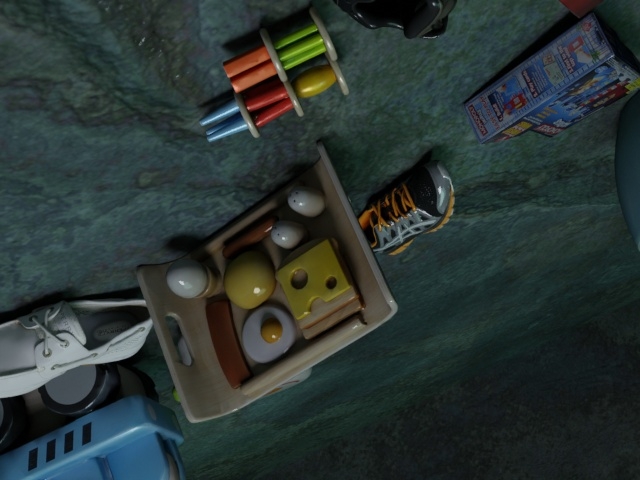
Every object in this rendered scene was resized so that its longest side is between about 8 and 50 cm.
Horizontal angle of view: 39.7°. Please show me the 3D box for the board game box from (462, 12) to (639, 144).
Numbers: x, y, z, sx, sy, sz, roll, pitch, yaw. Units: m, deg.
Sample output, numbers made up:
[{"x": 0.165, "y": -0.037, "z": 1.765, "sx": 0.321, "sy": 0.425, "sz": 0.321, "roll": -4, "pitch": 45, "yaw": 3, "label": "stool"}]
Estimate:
[{"x": 0.286, "y": -0.184, "z": 1.093, "sx": 0.194, "sy": 0.060, "sz": 0.194, "roll": -29, "pitch": 165, "yaw": 28, "label": "board game box"}]

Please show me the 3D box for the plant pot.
[{"x": 0.549, "y": -0.139, "z": 1.292, "sx": 0.290, "sy": 0.195, "sz": 0.290, "roll": -21, "pitch": 158, "yaw": -9, "label": "plant pot"}]

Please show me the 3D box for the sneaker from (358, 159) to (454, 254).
[{"x": 0.110, "y": -0.038, "z": 1.230, "sx": 0.083, "sy": 0.084, "sz": 0.215, "roll": -4, "pitch": 152, "yaw": -31, "label": "sneaker"}]

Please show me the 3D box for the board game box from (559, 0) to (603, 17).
[{"x": 0.343, "y": -0.336, "z": 0.867, "sx": 0.281, "sy": 0.027, "sz": 0.145, "roll": -36, "pitch": 156, "yaw": 27, "label": "board game box"}]

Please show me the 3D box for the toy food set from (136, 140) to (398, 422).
[{"x": -0.073, "y": 0.052, "z": 1.060, "sx": 0.306, "sy": 0.219, "sz": 0.092, "roll": -33, "pitch": 156, "yaw": 22, "label": "toy food set"}]

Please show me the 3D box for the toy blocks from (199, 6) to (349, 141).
[{"x": -0.055, "y": -0.149, "z": 0.845, "sx": 0.148, "sy": 0.054, "sz": 0.123, "roll": -25, "pitch": 159, "yaw": 3, "label": "toy blocks"}]

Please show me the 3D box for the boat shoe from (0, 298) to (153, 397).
[{"x": -0.332, "y": 0.118, "z": 1.119, "sx": 0.277, "sy": 0.098, "sz": 0.096, "roll": -15, "pitch": 158, "yaw": -45, "label": "boat shoe"}]

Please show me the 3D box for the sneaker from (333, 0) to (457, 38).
[{"x": 0.109, "y": -0.237, "z": 0.719, "sx": 0.228, "sy": 0.130, "sz": 0.087, "roll": -24, "pitch": 159, "yaw": -9, "label": "sneaker"}]

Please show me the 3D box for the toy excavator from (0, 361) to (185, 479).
[{"x": -0.261, "y": 0.366, "z": 1.275, "sx": 0.433, "sy": 0.445, "sz": 0.222, "roll": -24, "pitch": 158, "yaw": 1, "label": "toy excavator"}]

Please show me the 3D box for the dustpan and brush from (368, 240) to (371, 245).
[{"x": 0.000, "y": 0.000, "z": 1.141, "sx": 0.147, "sy": 0.211, "sz": 0.060, "roll": -13, "pitch": 114, "yaw": -31, "label": "dustpan and brush"}]

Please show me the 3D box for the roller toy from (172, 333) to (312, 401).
[{"x": -0.119, "y": 0.174, "z": 1.385, "sx": 0.191, "sy": 0.146, "sz": 0.209, "roll": -28, "pitch": 165, "yaw": 34, "label": "roller toy"}]
